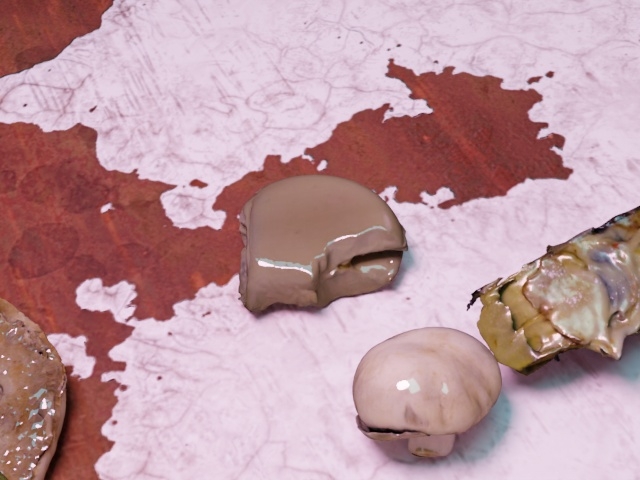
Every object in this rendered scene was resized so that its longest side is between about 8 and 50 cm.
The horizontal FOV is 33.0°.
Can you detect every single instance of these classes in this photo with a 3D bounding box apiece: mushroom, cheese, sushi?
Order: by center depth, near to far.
[{"bbox_3d":[0.107,0.155,1.088,0.154,0.123,0.154,-12,10,2],"label":"mushroom"},{"bbox_3d":[0.302,0.057,1.142,0.290,0.131,0.139,-23,72,-20],"label":"sushi"},{"bbox_3d":[0.000,0.000,1.252,0.202,0.091,0.175,-3,50,6],"label":"cheese"}]

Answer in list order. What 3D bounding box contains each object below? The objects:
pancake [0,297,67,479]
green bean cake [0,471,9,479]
[{"bbox_3d":[-0.461,0.186,1.132,0.386,0.082,0.387,6,49,-7],"label":"pancake"},{"bbox_3d":[-0.303,0.343,0.892,0.247,0.250,0.156,-39,54,-24],"label":"green bean cake"}]
